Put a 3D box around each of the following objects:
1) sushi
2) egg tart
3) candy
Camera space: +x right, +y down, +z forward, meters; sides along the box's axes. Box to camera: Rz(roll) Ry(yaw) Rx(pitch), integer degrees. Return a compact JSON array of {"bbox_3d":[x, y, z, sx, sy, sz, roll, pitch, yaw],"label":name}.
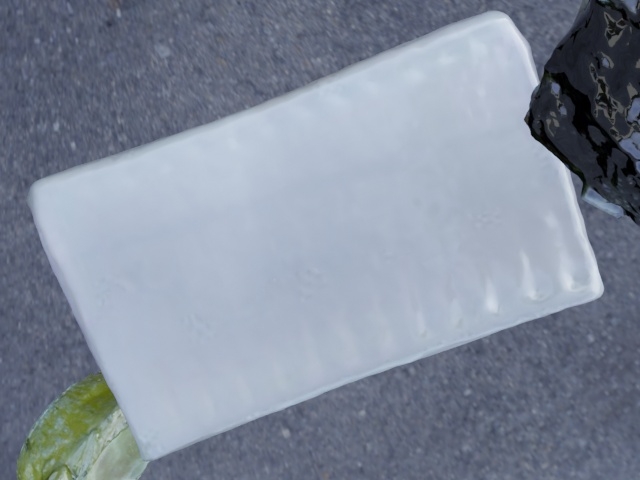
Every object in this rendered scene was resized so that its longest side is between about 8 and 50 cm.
[{"bbox_3d":[0.179,-0.096,0.462,0.136,0.126,0.225,-38,169,-28],"label":"sushi"},{"bbox_3d":[-0.208,0.191,1.022,0.078,0.197,0.197,34,107,16],"label":"egg tart"},{"bbox_3d":[-0.001,-0.002,0.784,0.359,0.145,0.208,-21,90,3],"label":"candy"}]
